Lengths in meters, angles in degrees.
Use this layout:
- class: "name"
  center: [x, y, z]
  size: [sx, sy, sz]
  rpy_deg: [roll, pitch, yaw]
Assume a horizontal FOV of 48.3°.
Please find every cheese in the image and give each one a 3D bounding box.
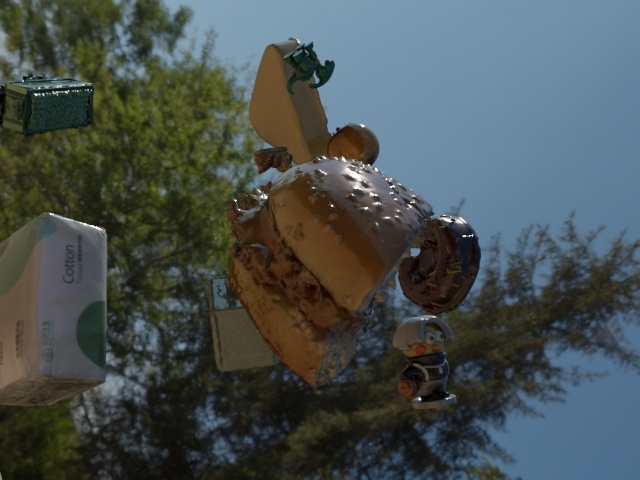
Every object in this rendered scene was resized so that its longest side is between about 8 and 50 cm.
- class: "cheese"
  center: [-0.099, -0.432, 2.167]
  size: [0.384, 0.104, 0.384]
  rpy_deg: [43, -35, 42]

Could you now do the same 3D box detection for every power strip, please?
- class: "power strip"
  center: [-0.167, 0.149, 1.534]
  size: [0.140, 0.139, 0.224]
  rpy_deg: [-106, -168, -60]

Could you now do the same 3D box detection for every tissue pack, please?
- class: "tissue pack"
  center: [-0.592, 0.153, 1.529]
  size: [0.266, 0.193, 0.357]
  rpy_deg: [-26, -120, 37]

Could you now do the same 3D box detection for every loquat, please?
- class: "loquat"
  center: [0.093, -0.257, 2.017]
  size: [0.163, 0.163, 0.137]
  rpy_deg: [57, 14, 27]

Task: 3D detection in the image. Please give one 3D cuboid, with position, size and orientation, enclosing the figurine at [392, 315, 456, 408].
- class: "figurine"
  center: [0.271, 0.319, 1.888]
  size: [0.133, 0.176, 0.236]
  rpy_deg: [-16, -101, 53]

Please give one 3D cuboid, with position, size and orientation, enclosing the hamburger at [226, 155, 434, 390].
- class: "hamburger"
  center: [0.000, 0.000, 1.092]
  size: [0.287, 0.445, 0.268]
  rpy_deg: [31, -69, 3]

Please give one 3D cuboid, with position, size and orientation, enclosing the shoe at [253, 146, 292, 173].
- class: "shoe"
  center: [-0.128, -0.209, 1.871]
  size: [0.072, 0.109, 0.069]
  rpy_deg: [-4, -88, 35]

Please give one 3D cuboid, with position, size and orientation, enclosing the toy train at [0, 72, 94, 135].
- class: "toy train"
  center: [-0.619, -0.297, 1.562]
  size: [0.154, 0.269, 0.115]
  rpy_deg: [18, -71, 13]

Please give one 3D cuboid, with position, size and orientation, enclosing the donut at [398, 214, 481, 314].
- class: "donut"
  center: [0.260, 0.055, 1.619]
  size: [0.230, 0.096, 0.216]
  rpy_deg: [-53, -147, 31]

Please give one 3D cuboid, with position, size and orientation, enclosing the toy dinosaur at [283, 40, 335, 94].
- class: "toy dinosaur"
  center: [-0.027, -0.359, 1.505]
  size: [0.059, 0.132, 0.096]
  rpy_deg: [10, -39, 56]

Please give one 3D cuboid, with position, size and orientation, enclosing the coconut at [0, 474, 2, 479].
- class: "coconut"
  center: [-0.924, 0.574, 1.688]
  size: [0.329, 0.328, 0.329]
  rpy_deg: [44, -36, 44]
